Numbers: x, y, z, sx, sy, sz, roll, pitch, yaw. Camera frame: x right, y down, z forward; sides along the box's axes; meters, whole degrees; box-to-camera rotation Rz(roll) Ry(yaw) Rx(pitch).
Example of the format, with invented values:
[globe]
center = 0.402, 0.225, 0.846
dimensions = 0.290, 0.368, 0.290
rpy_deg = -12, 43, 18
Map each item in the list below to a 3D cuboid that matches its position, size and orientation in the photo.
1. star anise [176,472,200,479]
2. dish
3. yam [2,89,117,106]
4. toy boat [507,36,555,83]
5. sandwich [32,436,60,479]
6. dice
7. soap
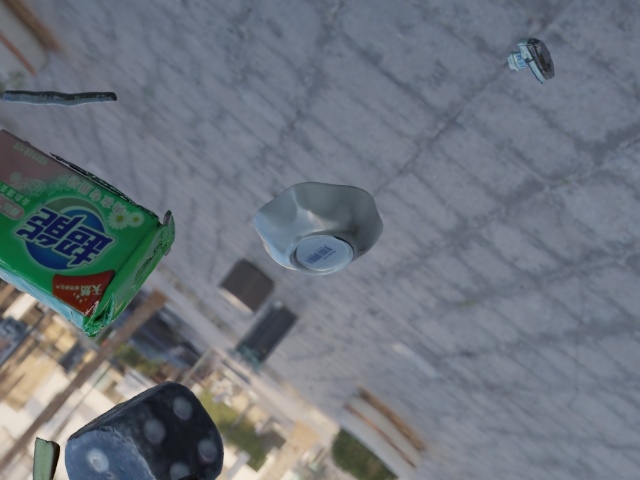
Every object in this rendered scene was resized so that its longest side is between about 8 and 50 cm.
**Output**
[star anise]
center = -0.156, 0.374, 1.126
dimensions = 0.190, 0.126, 0.220
rpy_deg = 61, -163, -5
[dish]
center = 0.000, 0.000, 1.421
dimensions = 0.190, 0.191, 0.066
rpy_deg = 49, -153, -46
[yam]
center = -0.436, -0.237, 1.667
dimensions = 0.234, 0.027, 0.029
rpy_deg = 4, 158, 27
[toy boat]
center = 0.358, -0.310, 1.723
dimensions = 0.066, 0.059, 0.140
rpy_deg = -10, 163, 23
[sandwich]
center = -0.367, 0.288, 1.346
dimensions = 0.031, 0.083, 0.044
rpy_deg = 13, -153, -3
[dice]
center = -0.277, 0.342, 1.593
dimensions = 0.183, 0.181, 0.182
rpy_deg = 59, -149, -2
[soap]
center = -0.345, -0.008, 1.267
dimensions = 0.273, 0.217, 0.098
rpy_deg = 30, 163, 13
